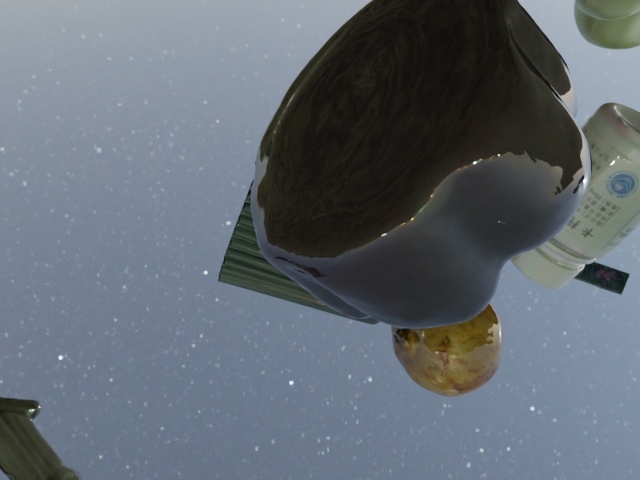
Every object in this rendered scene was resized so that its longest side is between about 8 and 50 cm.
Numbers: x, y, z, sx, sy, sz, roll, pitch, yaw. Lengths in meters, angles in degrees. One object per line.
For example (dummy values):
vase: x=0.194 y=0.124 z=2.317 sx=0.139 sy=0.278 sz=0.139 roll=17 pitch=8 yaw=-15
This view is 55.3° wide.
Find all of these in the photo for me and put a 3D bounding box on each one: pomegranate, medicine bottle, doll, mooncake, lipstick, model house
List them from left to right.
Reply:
model house: x=-0.351 y=0.248 z=0.584 sx=0.122 sy=0.188 sz=0.229 roll=-24 pitch=-166 yaw=38
mooncake: x=0.059 y=-0.060 z=0.423 sx=0.245 sy=0.133 sz=0.245 roll=-38 pitch=-148 yaw=29
pomegranate: x=0.249 y=0.188 z=1.230 sx=0.248 sy=0.248 sz=0.248 roll=-3 pitch=-153 yaw=1
lipstick: x=0.490 y=0.038 z=1.311 sx=0.312 sy=0.051 sz=0.051 roll=20 pitch=-170 yaw=14
medicine bottle: x=0.440 y=-0.066 z=1.005 sx=0.170 sy=0.293 sz=0.170 roll=19 pitch=-142 yaw=-16
doll: x=0.327 y=-0.284 z=0.655 sx=0.117 sy=0.141 sz=0.296 roll=49 pitch=-152 yaw=20

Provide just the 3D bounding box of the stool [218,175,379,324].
stool: x=0.000 y=0.000 z=1.223 sx=0.330 sy=0.297 sz=0.297 roll=22 pitch=-153 yaw=-5
